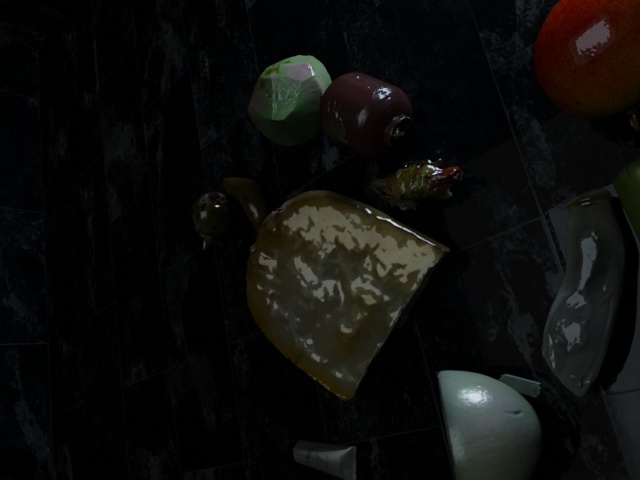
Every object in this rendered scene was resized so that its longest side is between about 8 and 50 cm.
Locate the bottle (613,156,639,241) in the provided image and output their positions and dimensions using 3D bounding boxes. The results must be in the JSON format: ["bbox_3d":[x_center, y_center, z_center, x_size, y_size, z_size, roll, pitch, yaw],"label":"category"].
[{"bbox_3d":[0.550,-0.007,0.859,0.112,0.112,0.260,-32,64,37],"label":"bottle"}]

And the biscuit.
[{"bbox_3d":[0.018,0.108,1.312,0.446,0.104,0.429,29,109,24],"label":"biscuit"}]

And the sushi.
[{"bbox_3d":[0.208,-0.115,1.224,0.226,0.103,0.097,-6,53,46],"label":"sushi"}]

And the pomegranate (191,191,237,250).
[{"bbox_3d":[-0.319,-0.068,1.710,0.169,0.148,0.148,106,147,-58],"label":"pomegranate"}]

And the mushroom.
[{"bbox_3d":[0.451,0.086,0.960,0.109,0.097,0.351,9,86,42],"label":"mushroom"}]

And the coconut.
[{"bbox_3d":[-0.075,-0.352,1.436,0.236,0.236,0.205,18,135,44],"label":"coconut"}]

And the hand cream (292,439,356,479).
[{"bbox_3d":[0.009,0.520,1.357,0.186,0.054,0.087,-2,87,37],"label":"hand cream"}]

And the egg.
[{"bbox_3d":[0.309,0.357,0.998,0.161,0.206,0.271,-12,83,10],"label":"egg"}]

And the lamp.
[{"bbox_3d":[0.107,-0.281,1.297,0.258,0.180,0.180,37,110,38],"label":"lamp"}]

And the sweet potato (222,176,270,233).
[{"bbox_3d":[-0.193,-0.102,1.626,0.346,0.079,0.108,55,149,32],"label":"sweet potato"}]

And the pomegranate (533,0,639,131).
[{"bbox_3d":[0.471,-0.290,0.912,0.257,0.221,0.221,50,122,4],"label":"pomegranate"}]

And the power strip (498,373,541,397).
[{"bbox_3d":[0.373,0.270,1.057,0.083,0.017,0.027,9,89,44],"label":"power strip"}]
